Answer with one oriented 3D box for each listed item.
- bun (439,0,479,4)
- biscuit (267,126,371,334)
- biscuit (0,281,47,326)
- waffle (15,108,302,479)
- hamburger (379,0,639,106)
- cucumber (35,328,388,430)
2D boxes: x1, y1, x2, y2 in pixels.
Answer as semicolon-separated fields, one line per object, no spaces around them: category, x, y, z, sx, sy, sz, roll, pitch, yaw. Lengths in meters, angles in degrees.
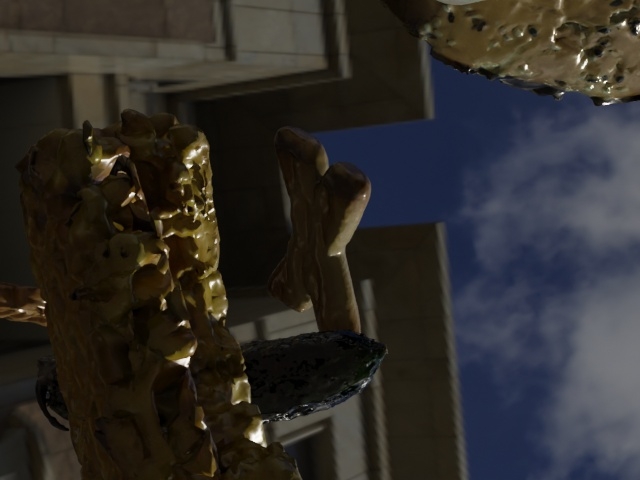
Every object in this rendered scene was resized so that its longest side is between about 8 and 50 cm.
bun;0.116;-0.284;0.754;0.187;0.293;0.293;-3;-86;31
biscuit;0.000;0.000;1.383;0.164;0.047;0.207;41;-44;50
biscuit;-0.362;0.080;1.632;0.202;0.289;0.044;3;-97;29
waffle;-0.058;0.050;0.483;0.197;0.070;0.193;178;-100;-75
hamburger;0.213;-0.273;1.059;0.277;0.318;0.195;123;-28;-48
cucumber;-0.074;0.102;0.917;0.245;0.067;0.067;-5;-87;14
